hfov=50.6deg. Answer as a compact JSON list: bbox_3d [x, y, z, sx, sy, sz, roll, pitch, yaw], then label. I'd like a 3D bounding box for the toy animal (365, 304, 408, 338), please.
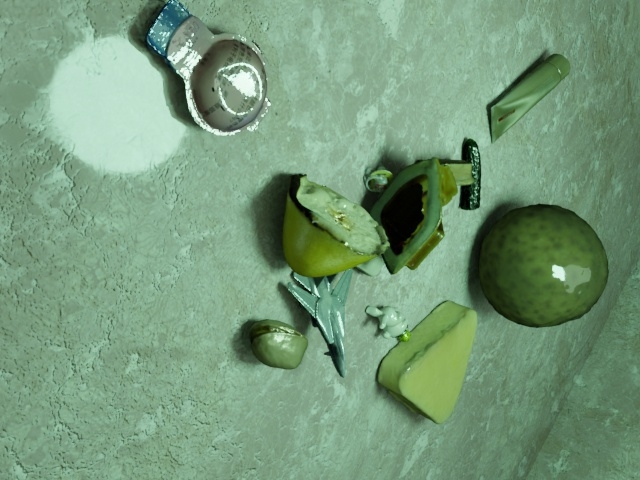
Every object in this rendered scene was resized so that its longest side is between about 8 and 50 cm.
[{"bbox_3d":[0.184,0.211,1.824,0.085,0.071,0.124,-37,142,-8],"label":"toy animal"}]

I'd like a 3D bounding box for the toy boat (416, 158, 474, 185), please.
[{"bbox_3d":[0.340,-0.182,1.799,0.188,0.116,0.061,-8,105,-44],"label":"toy boat"}]

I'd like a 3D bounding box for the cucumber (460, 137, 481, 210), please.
[{"bbox_3d":[0.433,-0.192,1.949,0.058,0.052,0.215,-11,115,-14],"label":"cucumber"}]

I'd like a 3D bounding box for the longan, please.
[{"bbox_3d":[0.683,0.081,2.106,0.391,0.391,0.391,-22,121,-41],"label":"longan"}]

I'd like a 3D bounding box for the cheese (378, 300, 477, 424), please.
[{"bbox_3d":[0.338,0.408,2.053,0.384,0.104,0.384,-22,122,-42],"label":"cheese"}]

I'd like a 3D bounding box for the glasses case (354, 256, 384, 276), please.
[{"bbox_3d":[0.095,0.029,1.660,0.204,0.051,0.081,36,75,-49],"label":"glasses case"}]

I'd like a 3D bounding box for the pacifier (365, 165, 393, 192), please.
[{"bbox_3d":[0.143,-0.153,1.649,0.083,0.068,0.064,81,11,-54],"label":"pacifier"}]

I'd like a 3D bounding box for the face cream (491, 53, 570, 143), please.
[{"bbox_3d":[0.620,-0.439,2.040,0.341,0.084,0.137,-41,143,-20],"label":"face cream"}]

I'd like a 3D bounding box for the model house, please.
[{"bbox_3d":[0.254,-0.058,1.676,0.268,0.173,0.239,-48,154,16],"label":"model house"}]

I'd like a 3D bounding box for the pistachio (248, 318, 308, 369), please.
[{"bbox_3d":[-0.095,0.226,1.488,0.149,0.113,0.113,38,77,-50],"label":"pistachio"}]

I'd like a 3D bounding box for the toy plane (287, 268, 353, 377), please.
[{"bbox_3d":[0.015,0.189,1.587,0.212,0.088,0.267,-14,97,-44],"label":"toy plane"}]

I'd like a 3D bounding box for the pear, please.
[{"bbox_3d":[0.002,0.001,1.462,0.267,0.267,0.178,12,121,-50],"label":"pear"}]

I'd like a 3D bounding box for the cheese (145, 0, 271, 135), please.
[{"bbox_3d":[-0.185,-0.296,1.194,0.286,0.074,0.189,37,77,-45],"label":"cheese"}]

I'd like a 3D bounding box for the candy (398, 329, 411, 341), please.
[{"bbox_3d":[0.226,0.237,1.919,0.035,0.035,0.123,-33,119,-20],"label":"candy"}]
